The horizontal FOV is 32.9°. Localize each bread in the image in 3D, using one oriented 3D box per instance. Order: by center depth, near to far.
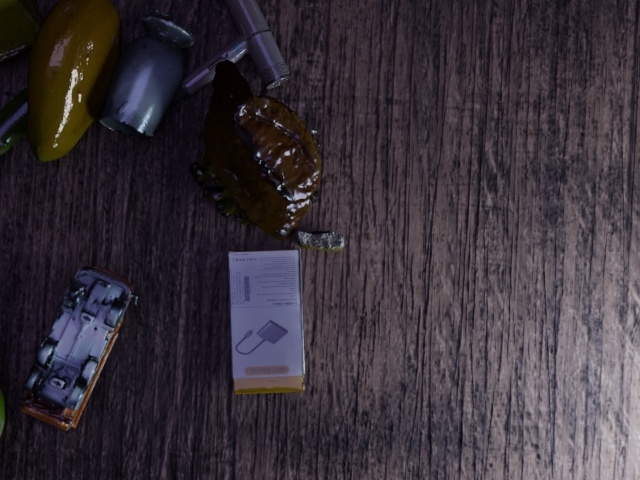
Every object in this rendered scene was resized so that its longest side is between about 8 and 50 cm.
[{"bbox_3d":[0.000,0.000,1.866,0.083,0.070,0.035,4,85,2],"label":"bread"}]

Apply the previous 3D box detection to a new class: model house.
[{"bbox_3d":[-0.583,-0.407,1.756,0.193,0.234,0.175,-21,66,-2],"label":"model house"}]

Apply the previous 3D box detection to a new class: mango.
[{"bbox_3d":[-0.414,-0.281,1.805,0.119,0.176,0.317,14,88,15],"label":"mango"}]

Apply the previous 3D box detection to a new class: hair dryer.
[{"bbox_3d":[-0.189,-0.326,1.891,0.220,0.053,0.195,-24,88,2],"label":"hair dryer"}]

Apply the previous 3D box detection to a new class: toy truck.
[{"bbox_3d":[-0.403,0.178,1.804,0.114,0.135,0.270,25,90,-4],"label":"toy truck"}]

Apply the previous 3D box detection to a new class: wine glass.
[{"bbox_3d":[-0.292,-0.276,1.829,0.111,0.111,0.204,20,79,-2],"label":"wine glass"}]

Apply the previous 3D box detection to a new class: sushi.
[{"bbox_3d":[-0.112,-0.145,1.828,0.167,0.179,0.296,-48,115,-26],"label":"sushi"}]

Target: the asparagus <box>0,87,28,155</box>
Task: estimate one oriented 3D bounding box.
[{"bbox_3d":[-0.578,-0.154,1.846,0.277,0.060,0.067,-40,73,-2],"label":"asparagus"}]

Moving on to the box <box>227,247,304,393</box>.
[{"bbox_3d":[-0.094,0.138,1.869,0.129,0.033,0.247,-1,87,-4],"label":"box"}]

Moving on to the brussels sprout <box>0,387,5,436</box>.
[{"bbox_3d":[-0.662,0.308,1.708,0.289,0.281,0.355,27,95,-1],"label":"brussels sprout"}]
